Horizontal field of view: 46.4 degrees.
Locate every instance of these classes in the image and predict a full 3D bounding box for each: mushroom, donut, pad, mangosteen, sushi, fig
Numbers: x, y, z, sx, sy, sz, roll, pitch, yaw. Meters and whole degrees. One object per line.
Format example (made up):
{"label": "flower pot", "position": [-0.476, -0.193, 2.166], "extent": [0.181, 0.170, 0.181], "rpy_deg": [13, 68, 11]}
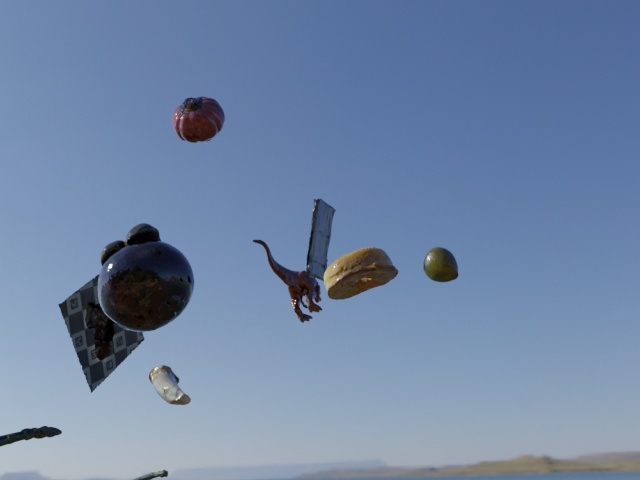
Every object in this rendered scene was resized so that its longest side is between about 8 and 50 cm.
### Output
{"label": "mushroom", "position": [-0.400, 0.396, 1.995], "extent": [0.084, 0.071, 0.209], "rpy_deg": [53, -14, -24]}
{"label": "donut", "position": [0.096, 0.080, 1.884], "extent": [0.190, 0.074, 0.174], "rpy_deg": [-28, -22, 19]}
{"label": "pad", "position": [-0.001, 0.000, 2.225], "extent": [0.022, 0.233, 0.174], "rpy_deg": [5, -6, 19]}
{"label": "mangosteen", "position": [-0.360, 0.085, 1.518], "extent": [0.210, 0.210, 0.210], "rpy_deg": [-1, -18, 0]}
{"label": "sushi", "position": [-0.740, 0.272, 2.477], "extent": [0.069, 0.339, 0.320], "rpy_deg": [1, 28, 24]}
{"label": "fig", "position": [0.264, 0.057, 1.610], "extent": [0.074, 0.074, 0.088], "rpy_deg": [15, 19, -42]}

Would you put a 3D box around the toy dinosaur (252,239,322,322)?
{"label": "toy dinosaur", "position": [-0.068, 0.150, 2.384], "extent": [0.097, 0.208, 0.432], "rpy_deg": [-26, -31, 11]}

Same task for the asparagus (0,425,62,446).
{"label": "asparagus", "position": [-0.620, 0.397, 1.470], "extent": [0.236, 0.034, 0.027], "rpy_deg": [-5, -47, -52]}

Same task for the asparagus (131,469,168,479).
{"label": "asparagus", "position": [-0.345, 0.478, 1.506], "extent": [0.127, 0.018, 0.015], "rpy_deg": [-28, -4, 40]}

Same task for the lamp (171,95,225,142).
{"label": "lamp", "position": [-0.246, -0.243, 1.500], "extent": [0.107, 0.107, 0.092], "rpy_deg": [-6, -44, 15]}
